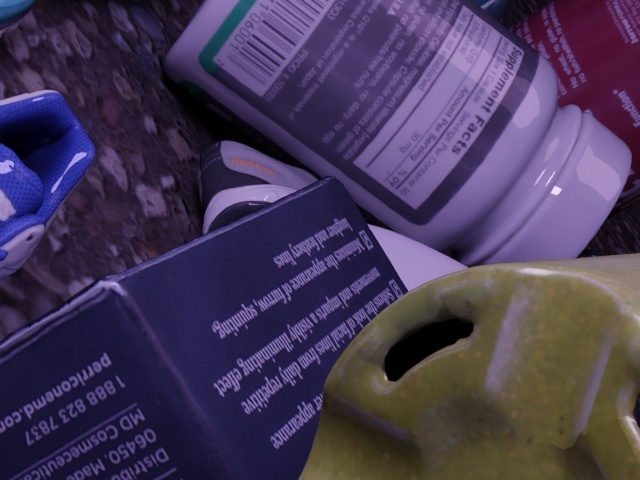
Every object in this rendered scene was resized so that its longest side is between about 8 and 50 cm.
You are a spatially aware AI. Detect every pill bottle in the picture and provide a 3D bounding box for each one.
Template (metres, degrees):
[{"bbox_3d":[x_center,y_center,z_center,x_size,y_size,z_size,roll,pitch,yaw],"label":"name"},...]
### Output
[{"bbox_3d":[0.254,-0.124,1.512,0.224,0.392,0.224,46,24,-28],"label":"pill bottle"},{"bbox_3d":[0.067,-0.117,1.221,0.361,0.204,0.204,37,25,-10],"label":"pill bottle"}]

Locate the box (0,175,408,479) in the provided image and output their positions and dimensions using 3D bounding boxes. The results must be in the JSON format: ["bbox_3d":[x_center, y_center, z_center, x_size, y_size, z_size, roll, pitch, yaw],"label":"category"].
[{"bbox_3d":[-0.013,0.202,0.706,0.395,0.212,0.293,58,21,1],"label":"box"}]

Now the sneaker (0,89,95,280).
[{"bbox_3d":[-0.202,-0.003,0.680,0.112,0.131,0.296,55,22,-15],"label":"sneaker"}]

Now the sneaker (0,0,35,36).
[{"bbox_3d":[-0.246,-0.190,0.865,0.275,0.110,0.107,10,52,-64],"label":"sneaker"}]

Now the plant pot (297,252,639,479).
[{"bbox_3d":[0.135,0.109,0.556,0.254,0.276,0.276,8,53,-49],"label":"plant pot"}]

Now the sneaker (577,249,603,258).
[{"bbox_3d":[0.172,0.096,1.157,0.083,0.098,0.224,86,15,-54],"label":"sneaker"}]

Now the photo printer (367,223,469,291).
[{"bbox_3d":[0.067,0.111,0.985,0.256,0.107,0.307,32,29,11],"label":"photo printer"}]

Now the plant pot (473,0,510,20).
[{"bbox_3d":[0.052,-0.251,1.468,0.195,0.290,0.290,93,-17,-56],"label":"plant pot"}]

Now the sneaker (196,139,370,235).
[{"bbox_3d":[0.000,0.000,1.185,0.271,0.100,0.108,36,25,-46],"label":"sneaker"}]
